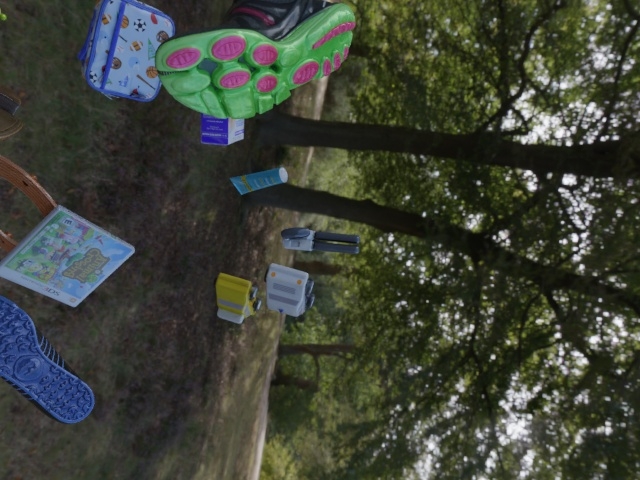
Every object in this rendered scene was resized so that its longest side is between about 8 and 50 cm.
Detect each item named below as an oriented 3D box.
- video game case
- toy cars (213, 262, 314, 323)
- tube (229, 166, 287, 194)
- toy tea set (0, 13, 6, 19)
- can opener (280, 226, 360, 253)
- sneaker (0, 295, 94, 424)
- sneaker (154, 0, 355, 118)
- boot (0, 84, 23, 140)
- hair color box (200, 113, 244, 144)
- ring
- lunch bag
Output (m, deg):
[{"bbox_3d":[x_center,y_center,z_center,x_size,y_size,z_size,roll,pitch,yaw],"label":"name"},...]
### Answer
[{"bbox_3d":[-0.562,0.043,1.060,0.193,0.212,0.023,41,13,-44],"label":"video game case"},{"bbox_3d":[-0.140,0.138,1.081,0.394,0.176,0.087,-13,-128,49],"label":"toy cars"},{"bbox_3d":[-0.215,-0.210,1.670,0.080,0.207,0.052,61,34,-33],"label":"tube"},{"bbox_3d":[-1.123,-0.741,1.418,0.336,0.124,0.200,31,59,-46],"label":"toy tea set"},{"bbox_3d":[0.000,0.000,1.701,0.095,0.283,0.076,86,9,-81],"label":"can opener"},{"bbox_3d":[-0.430,0.181,0.701,0.081,0.232,0.090,-43,-175,-38],"label":"sneaker"},{"bbox_3d":[-0.135,-0.391,0.977,0.483,0.202,0.185,-33,148,-39],"label":"sneaker"},{"bbox_3d":[-0.870,-0.262,1.215,0.220,0.109,0.283,-45,-136,12],"label":"boot"},{"bbox_3d":[-0.335,-0.513,1.654,0.185,0.110,0.339,-66,160,-69],"label":"hair color box"},{"bbox_3d":[-0.722,-0.068,1.134,0.032,0.337,0.336,-59,163,-46],"label":"ring"},{"bbox_3d":[-0.601,-0.585,1.476,0.115,0.243,0.303,43,-64,41],"label":"lunch bag"}]
